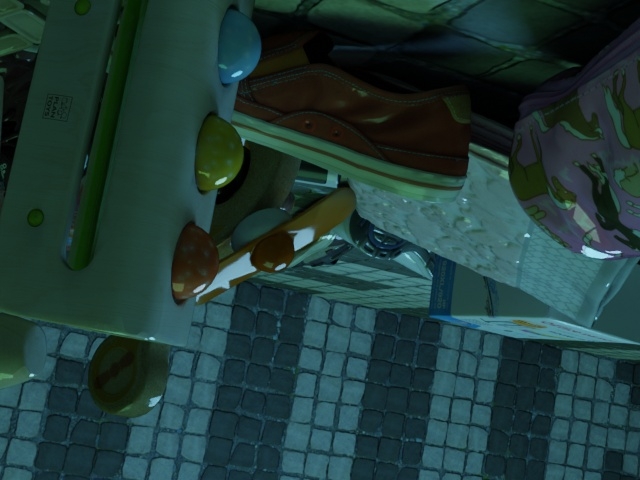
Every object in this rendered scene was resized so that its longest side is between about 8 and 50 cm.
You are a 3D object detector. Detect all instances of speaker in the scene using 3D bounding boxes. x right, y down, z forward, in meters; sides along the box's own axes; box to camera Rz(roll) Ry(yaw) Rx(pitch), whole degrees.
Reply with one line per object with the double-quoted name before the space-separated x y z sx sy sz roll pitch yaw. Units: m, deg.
"speaker" -0.042 -0.098 1.079 0.136 0.055 0.055 10 171 4

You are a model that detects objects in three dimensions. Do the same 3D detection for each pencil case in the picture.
"pencil case" 0.240 -0.080 0.544 0.160 0.167 0.386 -18 174 -9

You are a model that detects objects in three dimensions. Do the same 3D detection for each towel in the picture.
"towel" 0.160 -0.030 0.925 0.317 0.053 0.332 26 166 15

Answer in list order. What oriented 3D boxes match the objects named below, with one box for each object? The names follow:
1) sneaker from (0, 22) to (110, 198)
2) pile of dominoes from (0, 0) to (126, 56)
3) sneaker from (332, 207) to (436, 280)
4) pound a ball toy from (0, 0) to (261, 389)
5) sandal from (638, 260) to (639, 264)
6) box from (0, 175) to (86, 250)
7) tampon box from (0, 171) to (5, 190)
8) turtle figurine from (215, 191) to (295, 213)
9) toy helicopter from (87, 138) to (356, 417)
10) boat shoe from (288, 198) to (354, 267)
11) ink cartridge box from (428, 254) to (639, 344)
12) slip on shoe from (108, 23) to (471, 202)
"sneaker" -0.307 -0.122 0.863 0.281 0.162 0.106 16 169 -36
"pile of dominoes" -0.270 -0.207 0.668 0.196 0.040 0.251 -12 167 13
"sneaker" 0.121 -0.015 1.360 0.297 0.111 0.129 24 180 -43
"pound a ball toy" -0.130 -0.051 0.606 0.136 0.319 0.208 8 171 10
"sandal" 0.327 -0.020 0.929 0.446 0.107 0.167 10 172 19
"box" -0.354 -0.066 1.348 0.300 0.142 0.154 1 167 44
"tampon box" -0.379 -0.131 1.030 0.101 0.120 0.161 8 171 18
"turtle figurine" -0.147 -0.087 1.171 0.269 0.087 0.217 25 -173 39
"toy helicopter" -0.116 0.012 0.884 0.235 0.355 0.140 25 -179 35
"boat shoe" 0.000 0.000 1.521 0.092 0.102 0.285 17 164 -14
"ink cartridge box" 0.286 0.037 1.199 0.171 0.168 0.233 16 169 -28
"slip on shoe" -0.028 -0.129 0.760 0.331 0.101 0.123 21 -164 16
